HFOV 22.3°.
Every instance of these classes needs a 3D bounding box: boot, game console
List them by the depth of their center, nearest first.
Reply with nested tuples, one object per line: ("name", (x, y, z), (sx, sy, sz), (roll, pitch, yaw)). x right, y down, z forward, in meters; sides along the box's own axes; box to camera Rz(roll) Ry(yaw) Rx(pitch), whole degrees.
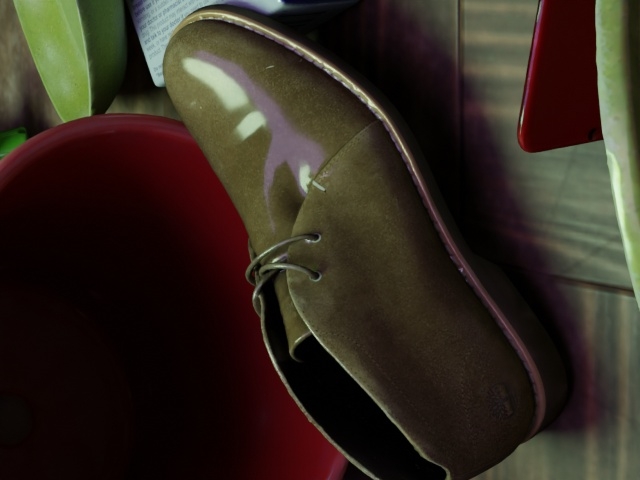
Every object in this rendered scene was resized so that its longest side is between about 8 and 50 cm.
("game console", (0.119, -0.119, 0.751), (0.124, 0.144, 0.085), (53, 129, 22))
("boot", (0.000, 0.000, 0.876), (0.305, 0.115, 0.112), (51, 138, 10))

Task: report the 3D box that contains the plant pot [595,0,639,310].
("plant pot", (0.270, -0.049, 0.564), (0.254, 0.276, 0.276), (-7, 94, 34))

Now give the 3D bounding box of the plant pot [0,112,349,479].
("plant pot", (-0.149, 0.089, 0.997), (0.243, 0.275, 0.275), (-25, 81, 53))

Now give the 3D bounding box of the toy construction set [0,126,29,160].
("toy construction set", (-0.337, -0.108, 1.181), (0.237, 0.257, 0.309), (-14, 110, 3))

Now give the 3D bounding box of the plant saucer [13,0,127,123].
("plant saucer", (-0.169, -0.186, 1.037), (0.241, 0.037, 0.241), (163, 90, -74))

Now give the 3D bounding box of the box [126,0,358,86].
("box", (-0.059, -0.178, 0.963), (0.126, 0.072, 0.137), (-25, 82, 44))
